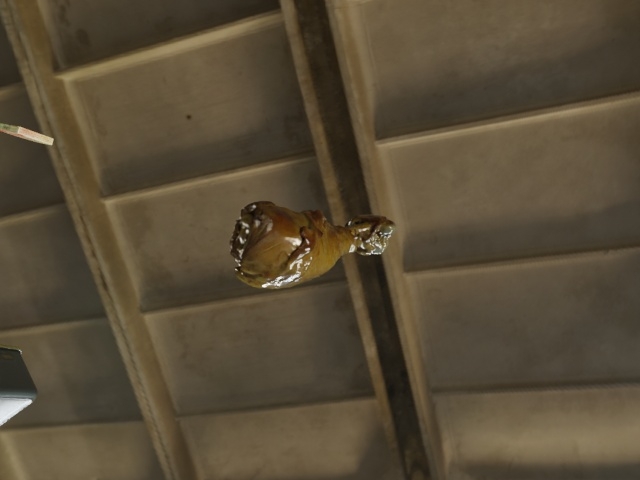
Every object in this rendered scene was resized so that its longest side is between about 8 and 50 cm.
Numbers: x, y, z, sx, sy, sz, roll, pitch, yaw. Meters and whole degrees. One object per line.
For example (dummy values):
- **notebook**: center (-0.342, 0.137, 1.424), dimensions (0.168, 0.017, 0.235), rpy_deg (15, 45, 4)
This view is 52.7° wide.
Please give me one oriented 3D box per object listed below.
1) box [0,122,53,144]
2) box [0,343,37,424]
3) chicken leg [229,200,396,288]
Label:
- **box**: center (-0.564, -0.203, 1.233), dimensions (0.058, 0.093, 0.015), rpy_deg (12, -91, 18)
- **box**: center (-0.538, 0.246, 0.956), dimensions (0.201, 0.144, 0.090), rpy_deg (-35, -107, -2)
- **chicken leg**: center (-0.002, 0.002, 0.731), dimensions (0.107, 0.251, 0.087), rpy_deg (32, -65, 35)
